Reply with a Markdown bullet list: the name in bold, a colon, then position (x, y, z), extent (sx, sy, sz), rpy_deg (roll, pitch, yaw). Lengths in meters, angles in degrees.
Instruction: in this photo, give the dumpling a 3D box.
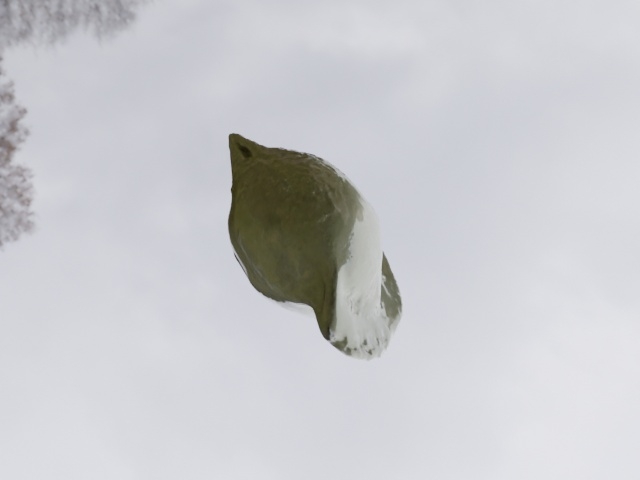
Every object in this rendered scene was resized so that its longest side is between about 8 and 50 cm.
- **dumpling**: position (-0.002, -0.003, 0.769), extent (0.216, 0.166, 0.126), rpy_deg (31, -82, 33)
